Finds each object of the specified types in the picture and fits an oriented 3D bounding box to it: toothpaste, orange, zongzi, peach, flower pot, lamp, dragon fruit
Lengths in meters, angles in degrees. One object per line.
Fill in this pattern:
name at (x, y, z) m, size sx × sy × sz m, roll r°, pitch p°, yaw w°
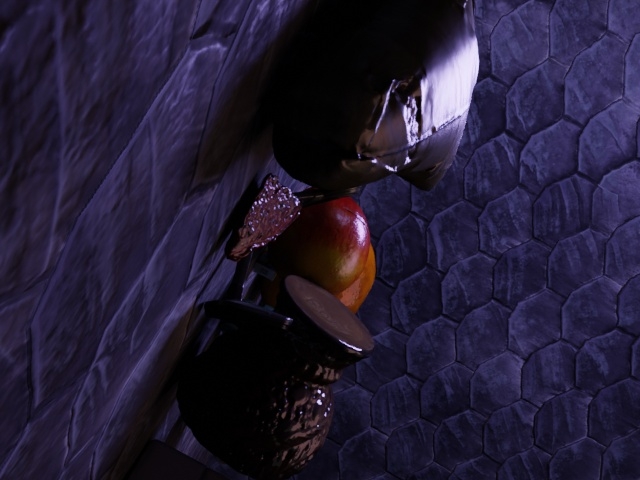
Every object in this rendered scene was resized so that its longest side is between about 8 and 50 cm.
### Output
toothpaste at (-0.076, 0.008, 1.474) m, size 0.164 × 0.046 × 0.034 m, roll -58°, pitch 172°, yaw -40°
orange at (-0.002, 0.078, 1.677) m, size 0.283 × 0.226 × 0.284 m, roll -56°, pitch -179°, yaw 2°
zongzi at (0.079, -0.117, 0.960) m, size 0.356 × 0.174 × 0.392 m, roll -53°, pitch 151°, yaw -38°
peach at (0.000, 0.000, 1.373) m, size 0.192 × 0.190 × 0.190 m, roll -59°, pitch 176°, yaw -17°
flower pot at (-0.064, 0.216, 1.258) m, size 0.267 × 0.267 × 0.266 m, roll -53°, pitch 178°, yaw 12°
lamp at (-0.080, 0.014, 1.162) m, size 0.283 × 0.125 × 0.203 m, roll -63°, pitch -162°, yaw -20°
dragon fruit at (-0.093, -0.027, 1.009) m, size 0.131 × 0.063 × 0.097 m, roll -60°, pitch 144°, yaw -17°

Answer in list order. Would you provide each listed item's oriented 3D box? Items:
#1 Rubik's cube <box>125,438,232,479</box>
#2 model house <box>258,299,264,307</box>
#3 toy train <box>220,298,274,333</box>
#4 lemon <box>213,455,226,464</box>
Rubik's cube at (-0.253, 0.620, 1.364) m, size 0.346 × 0.347 × 0.344 m, roll -58°, pitch 177°, yaw -31°
model house at (-0.074, 0.219, 1.983) m, size 0.224 × 0.198 × 0.215 m, roll -59°, pitch 160°, yaw -3°
toy train at (-0.132, 0.198, 1.469) m, size 0.083 × 0.132 × 0.200 m, roll -58°, pitch 174°, yaw -37°
lemon at (-0.134, 0.363, 1.663) m, size 0.293 × 0.293 × 0.293 m, roll -61°, pitch 177°, yaw -6°
